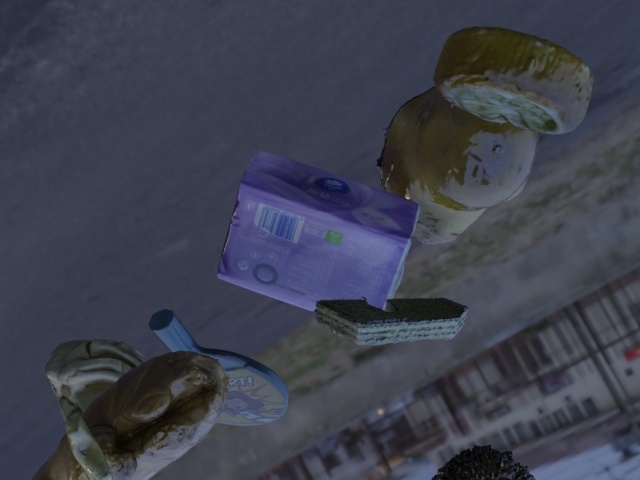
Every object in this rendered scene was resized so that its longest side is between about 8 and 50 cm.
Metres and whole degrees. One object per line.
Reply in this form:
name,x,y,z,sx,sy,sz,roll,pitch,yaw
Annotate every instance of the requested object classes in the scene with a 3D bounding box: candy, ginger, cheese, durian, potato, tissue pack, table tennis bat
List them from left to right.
cheese,-0.258,0.234,1.313,0.030,0.083,0.044,-28,-173,-21
ginger,-0.266,0.296,1.558,0.375,0.166,0.236,-56,-160,14
table tennis bat,-0.177,0.215,1.909,0.215,0.044,0.329,-7,142,24
tissue pack,0.000,0.000,2.223,0.160,0.338,0.242,-70,179,-54
potato,0.277,-0.145,2.393,0.397,0.290,0.296,-54,-166,17
durian,0.248,0.416,1.840,0.167,0.196,0.196,16,161,-8
candy,0.311,-0.255,1.925,0.260,0.259,0.118,90,18,-79

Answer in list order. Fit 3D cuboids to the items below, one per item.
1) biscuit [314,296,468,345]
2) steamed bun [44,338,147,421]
biscuit,0.124,0.122,1.860,0.250,0.046,0.147,-1,-169,-30
steamed bun,-0.380,0.308,2.246,0.203,0.276,0.289,-28,-163,-7
